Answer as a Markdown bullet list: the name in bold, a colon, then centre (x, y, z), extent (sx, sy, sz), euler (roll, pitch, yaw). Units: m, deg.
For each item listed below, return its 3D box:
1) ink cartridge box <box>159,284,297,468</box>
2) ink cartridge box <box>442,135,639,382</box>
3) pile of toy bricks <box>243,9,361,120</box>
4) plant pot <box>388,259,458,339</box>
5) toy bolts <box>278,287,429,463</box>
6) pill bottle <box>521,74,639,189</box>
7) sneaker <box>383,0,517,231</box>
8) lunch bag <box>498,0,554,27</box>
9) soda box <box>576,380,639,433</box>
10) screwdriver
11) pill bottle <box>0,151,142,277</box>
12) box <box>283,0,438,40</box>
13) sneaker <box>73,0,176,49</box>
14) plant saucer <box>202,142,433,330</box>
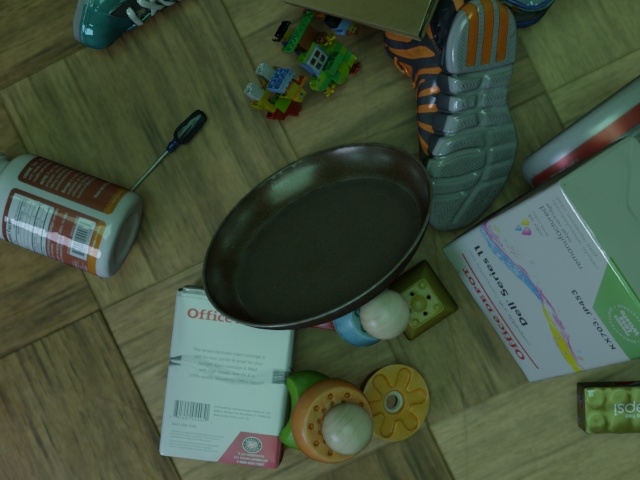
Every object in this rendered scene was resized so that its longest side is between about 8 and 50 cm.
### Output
- **ink cartridge box**: centre (-0.116, 0.173, 1.358), extent (0.159, 0.092, 0.217), euler (7, 92, 3)
- **ink cartridge box**: centre (0.277, 0.042, 1.197), extent (0.119, 0.353, 0.207), euler (-32, 87, -22)
- **pile of toy bricks**: centre (0.007, -0.244, 1.359), extent (0.105, 0.118, 0.212), euler (35, 79, -35)
- **plant pot**: centre (0.126, 0.079, 1.347), extent (0.081, 0.083, 0.081), euler (-34, 87, 3)
- **toy bolts**: centre (0.070, 0.159, 1.275), extent (0.218, 0.158, 0.228), euler (5, 88, -24)
- **pill bottle**: centre (0.430, -0.008, 1.265), extent (0.210, 0.210, 0.363), euler (-36, 88, 3)
- **sneaker**: centre (0.160, -0.181, 1.334), extent (0.125, 0.180, 0.321), euler (-9, 123, -24)
- **lunch bag**: centre (0.209, -0.426, 1.332), extent (0.303, 0.115, 0.243), euler (25, 89, 4)
- **soda box**: centre (0.426, 0.214, 1.339), extent (0.181, 0.058, 0.061), euler (-2, 90, 4)
- **screwdriver**: centre (-0.213, -0.109, 1.402), extent (0.170, 0.024, 0.025), euler (-50, 58, 4)
- **pill bottle**: centre (-0.353, -0.042, 1.360), extent (0.216, 0.121, 0.121), euler (21, 91, 4)
- **box**: centre (0.064, -0.343, 1.263), extent (0.201, 0.021, 0.164), euler (21, 90, 27)
- **sneaker**: centre (-0.198, -0.359, 1.358), extent (0.121, 0.108, 0.302), euler (38, 91, 7)
- **plant saucer**: centre (0.000, 0.000, 1.286), extent (0.311, 0.310, 0.050), euler (-28, 127, 3)
